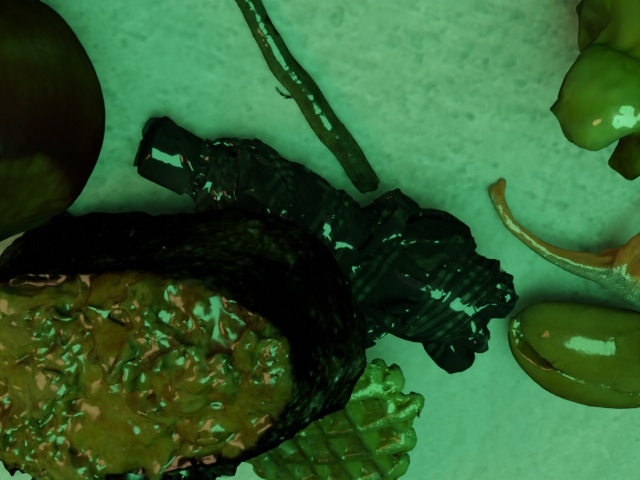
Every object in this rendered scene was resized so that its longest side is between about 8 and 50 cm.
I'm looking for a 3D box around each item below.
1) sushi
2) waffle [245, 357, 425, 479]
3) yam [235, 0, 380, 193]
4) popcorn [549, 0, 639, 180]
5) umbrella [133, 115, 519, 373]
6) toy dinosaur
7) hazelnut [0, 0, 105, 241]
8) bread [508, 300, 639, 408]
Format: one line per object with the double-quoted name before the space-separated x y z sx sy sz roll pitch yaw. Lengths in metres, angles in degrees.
"sushi" -0.137 0.102 1.023 0.349 0.207 0.234 -6 109 30
"waffle" -0.018 0.149 1.154 0.214 0.054 0.208 28 136 0
"yam" -0.020 -0.131 1.094 0.027 0.029 0.234 -43 114 -19
"popcorn" 0.336 -0.153 0.997 0.274 0.279 0.335 -20 137 29
"umbrella" 0.006 -0.001 1.089 0.337 0.154 0.128 30 66 -21
"toy dinosaur" 0.278 0.016 1.173 0.279 0.055 0.101 36 71 4
"hazelnut" -0.290 -0.085 0.982 0.251 0.217 0.217 -23 117 27
"bread" 0.259 0.109 1.201 0.189 0.077 0.114 11 150 -18
